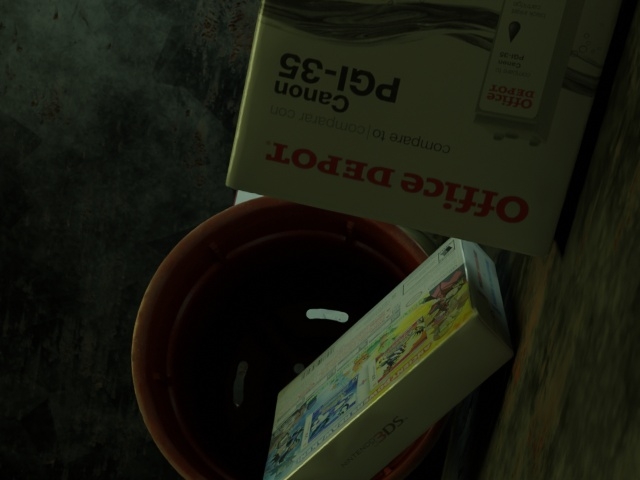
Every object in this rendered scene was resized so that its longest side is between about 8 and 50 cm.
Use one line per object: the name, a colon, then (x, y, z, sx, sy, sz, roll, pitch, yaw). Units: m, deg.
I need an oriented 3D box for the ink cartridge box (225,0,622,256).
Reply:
ink cartridge box: (0.073, -0.152, 0.843, 0.117, 0.207, 0.283, -76, -1, -71)

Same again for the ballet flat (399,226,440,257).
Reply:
ballet flat: (0.087, 0.032, 1.507, 0.248, 0.086, 0.086, 103, 179, -61)

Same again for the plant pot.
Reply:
plant pot: (-0.012, 0.122, 1.284, 0.265, 0.272, 0.272, 75, -154, -76)

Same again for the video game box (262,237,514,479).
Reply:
video game box: (0.047, 0.098, 1.025, 0.205, 0.048, 0.187, -43, 9, 15)

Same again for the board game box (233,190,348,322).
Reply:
board game box: (0.000, 0.000, 1.822, 0.064, 0.242, 0.317, 101, -178, -70)
